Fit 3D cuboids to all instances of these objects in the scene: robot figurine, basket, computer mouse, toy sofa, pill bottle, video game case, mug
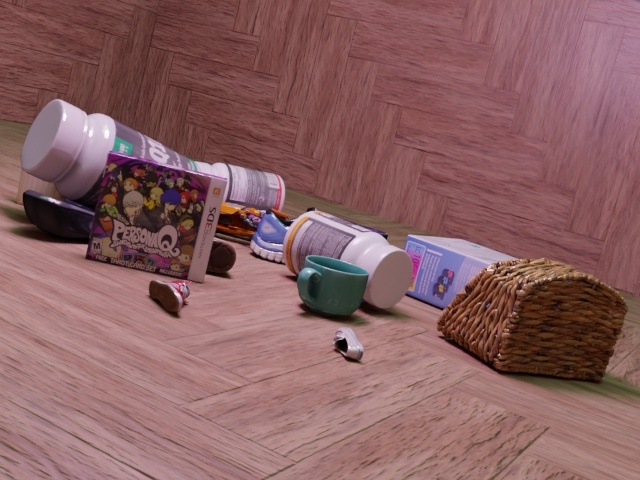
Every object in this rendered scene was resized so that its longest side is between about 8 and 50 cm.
[{"bbox_3d":[-0.199,-0.052,2.191,0.291,0.085,0.211,13,-4,2],"label":"robot figurine"},{"bbox_3d":[0.418,0.134,1.644,0.299,0.213,0.223,10,10,-28],"label":"basket"},{"bbox_3d":[-0.501,-0.032,1.716,0.188,0.072,0.272,18,-3,37],"label":"computer mouse"},{"bbox_3d":[-0.597,-0.158,2.075,0.177,0.150,0.362,14,8,2],"label":"toy sofa"},{"bbox_3d":[-0.266,-0.147,2.532,0.283,0.161,0.161,9,10,-30],"label":"pill bottle"},{"bbox_3d":[-0.313,-0.044,1.589,0.232,0.210,0.042,13,8,-11],"label":"video game case"},{"bbox_3d":[0.058,0.043,1.824,0.162,0.162,0.278,6,12,-44],"label":"pill bottle"},{"bbox_3d":[-0.460,-0.157,1.848,0.361,0.204,0.204,26,-1,-39],"label":"pill bottle"},{"bbox_3d":[0.010,0.092,1.628,0.157,0.097,0.129,10,10,-22],"label":"mug"}]

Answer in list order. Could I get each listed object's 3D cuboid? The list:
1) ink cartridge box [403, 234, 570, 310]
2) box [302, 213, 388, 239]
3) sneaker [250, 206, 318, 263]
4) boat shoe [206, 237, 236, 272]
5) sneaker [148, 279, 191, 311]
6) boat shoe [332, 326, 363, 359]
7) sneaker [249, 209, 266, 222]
[{"bbox_3d":[0.417,0.112,2.010,0.395,0.151,0.270,19,10,40],"label":"ink cartridge box"},{"bbox_3d":[0.055,0.004,2.257,0.207,0.108,0.153,18,10,22],"label":"box"},{"bbox_3d":[0.000,0.000,2.057,0.330,0.147,0.130,13,8,-13],"label":"sneaker"},{"bbox_3d":[-0.305,0.006,1.724,0.257,0.095,0.095,23,1,-12],"label":"boat shoe"},{"bbox_3d":[-0.238,0.092,1.395,0.067,0.042,0.118,5,10,-33],"label":"sneaker"},{"bbox_3d":[0.039,0.170,1.384,0.035,0.035,0.100,14,14,-22],"label":"boat shoe"},{"bbox_3d":[-0.144,-0.039,2.356,0.170,0.068,0.071,17,14,16],"label":"sneaker"}]
